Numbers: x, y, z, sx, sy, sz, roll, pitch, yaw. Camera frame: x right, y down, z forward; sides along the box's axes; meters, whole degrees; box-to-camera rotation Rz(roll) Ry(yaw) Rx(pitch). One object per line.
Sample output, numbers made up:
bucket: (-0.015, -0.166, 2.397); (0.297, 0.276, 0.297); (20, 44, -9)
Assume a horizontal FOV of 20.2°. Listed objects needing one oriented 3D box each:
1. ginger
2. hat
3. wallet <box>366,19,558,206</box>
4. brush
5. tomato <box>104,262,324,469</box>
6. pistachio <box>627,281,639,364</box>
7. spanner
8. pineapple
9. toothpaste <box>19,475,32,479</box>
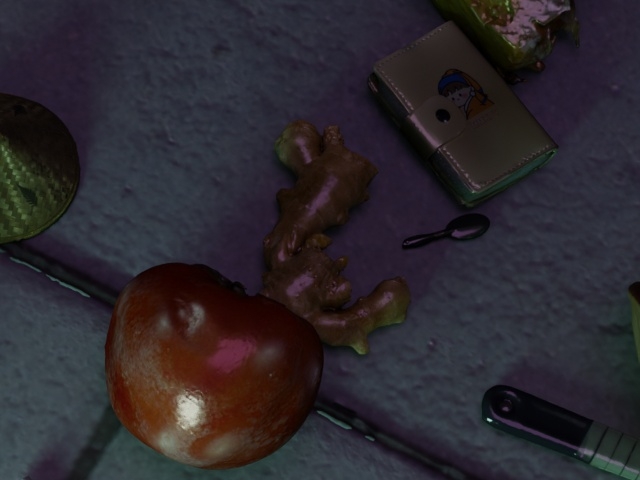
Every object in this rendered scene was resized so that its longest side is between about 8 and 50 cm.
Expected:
ginger: (0.000, 0.000, 1.516); (0.193, 0.052, 0.176); (43, 60, 10)
hat: (-0.272, -0.075, 1.500); (0.146, 0.067, 0.146); (4, 64, -8)
wallet: (0.123, -0.111, 1.597); (0.110, 0.039, 0.155); (-30, 73, -24)
brush: (0.109, -0.006, 1.561); (0.083, 0.008, 0.024); (-16, 70, -16)
tomato: (-0.091, 0.098, 1.393); (0.187, 0.187, 0.151); (32, 86, 7)
pistachio: (0.344, 0.114, 1.448); (0.260, 0.213, 0.163); (43, 99, 25)
spanner: (0.283, 0.187, 1.492); (0.316, 0.024, 0.087); (22, 62, 3)
pineapple: (0.167, -0.265, 1.639); (0.186, 0.114, 0.236); (15, 66, -2)
toothpaste: (-0.210, 0.221, 1.399); (0.024, 0.015, 0.083); (-31, 78, -13)
